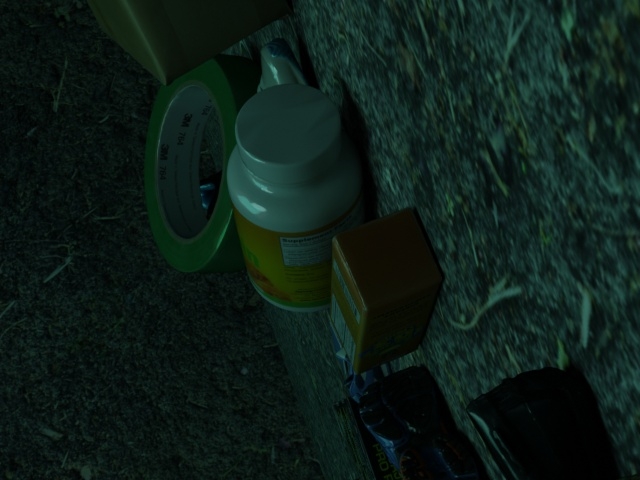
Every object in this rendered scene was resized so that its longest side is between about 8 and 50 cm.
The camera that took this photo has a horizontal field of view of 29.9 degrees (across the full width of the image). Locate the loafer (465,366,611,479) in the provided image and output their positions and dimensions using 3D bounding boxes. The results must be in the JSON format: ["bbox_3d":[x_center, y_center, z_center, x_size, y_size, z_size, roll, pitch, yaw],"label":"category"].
[{"bbox_3d":[0.149,0.189,0.735,0.076,0.078,0.223,177,74,-83],"label":"loafer"}]

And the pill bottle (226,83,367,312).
[{"bbox_3d":[-0.023,-0.043,1.224,0.245,0.136,0.136,83,167,-56],"label":"pill bottle"}]

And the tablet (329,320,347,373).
[{"bbox_3d":[0.029,0.170,1.897,0.083,0.006,0.054,79,169,-51],"label":"tablet"}]

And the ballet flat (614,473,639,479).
[{"bbox_3d":[0.182,0.262,0.615,0.123,0.123,0.348,-121,13,-59],"label":"ballet flat"}]

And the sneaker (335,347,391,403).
[{"bbox_3d":[0.062,0.186,1.470,0.053,0.059,0.144,179,71,-80],"label":"sneaker"}]

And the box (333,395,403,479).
[{"bbox_3d":[0.095,0.330,1.592,0.216,0.060,0.270,108,144,-79],"label":"box"}]

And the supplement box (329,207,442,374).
[{"bbox_3d":[0.056,0.053,1.114,0.233,0.078,0.080,92,156,-72],"label":"supplement box"}]

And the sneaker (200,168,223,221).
[{"bbox_3d":[-0.097,-0.015,1.853,0.341,0.140,0.125,-122,17,-57],"label":"sneaker"}]

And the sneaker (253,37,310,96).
[{"bbox_3d":[-0.048,-0.132,1.377,0.228,0.092,0.087,82,169,-50],"label":"sneaker"}]

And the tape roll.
[{"bbox_3d":[-0.161,-0.112,1.749,0.321,0.077,0.321,-5,84,58],"label":"tape roll"}]

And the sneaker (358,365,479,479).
[{"bbox_3d":[0.099,0.209,1.184,0.221,0.083,0.087,-113,0,-56],"label":"sneaker"}]

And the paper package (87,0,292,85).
[{"bbox_3d":[-0.210,-0.376,1.326,0.309,0.168,0.325,43,163,57],"label":"paper package"}]

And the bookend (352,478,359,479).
[{"bbox_3d":[0.087,0.508,2.049,0.156,0.072,0.157,82,168,-56],"label":"bookend"}]
